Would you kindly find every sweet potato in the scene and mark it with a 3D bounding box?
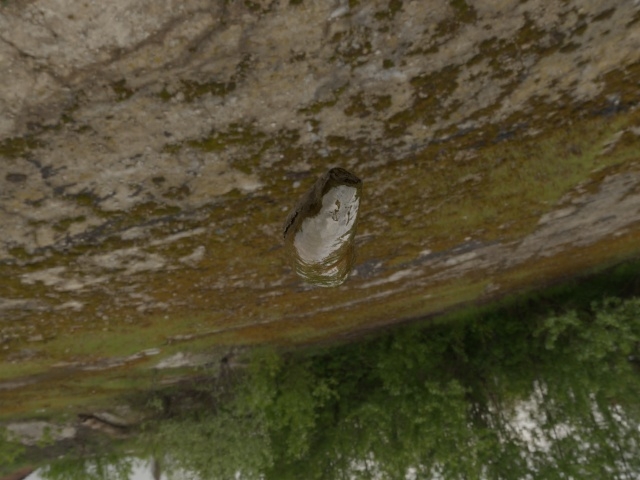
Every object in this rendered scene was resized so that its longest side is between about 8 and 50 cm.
[{"bbox_3d":[0.000,0.000,0.457,0.075,0.076,0.273,-10,170,-1],"label":"sweet potato"}]
